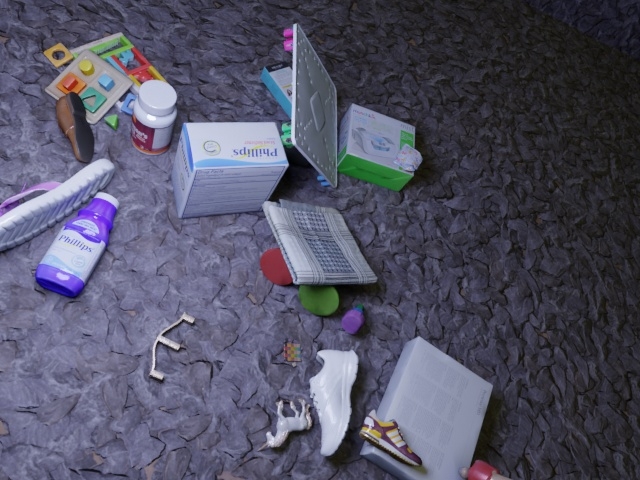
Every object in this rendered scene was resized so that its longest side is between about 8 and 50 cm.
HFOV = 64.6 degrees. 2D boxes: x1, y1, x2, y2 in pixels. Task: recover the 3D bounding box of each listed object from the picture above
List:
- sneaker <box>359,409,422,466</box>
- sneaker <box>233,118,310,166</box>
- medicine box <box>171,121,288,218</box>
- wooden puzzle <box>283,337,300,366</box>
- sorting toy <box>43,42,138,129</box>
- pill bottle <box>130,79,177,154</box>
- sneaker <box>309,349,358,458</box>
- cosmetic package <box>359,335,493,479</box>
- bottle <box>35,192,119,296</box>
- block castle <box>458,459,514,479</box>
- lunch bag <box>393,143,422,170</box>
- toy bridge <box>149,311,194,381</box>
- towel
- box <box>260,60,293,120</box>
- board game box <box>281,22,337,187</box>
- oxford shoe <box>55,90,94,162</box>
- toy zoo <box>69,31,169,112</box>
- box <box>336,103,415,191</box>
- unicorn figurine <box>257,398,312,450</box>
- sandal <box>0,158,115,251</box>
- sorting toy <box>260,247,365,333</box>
[{"bbox_3d":[0.196,0.518,1.325,0.185,0.069,0.084,34,63,-6],"label":"sneaker"},{"bbox_3d":[-0.172,-0.289,1.670,0.286,0.109,0.130,18,65,-4],"label":"sneaker"},{"bbox_3d":[-0.270,-0.198,1.456,0.264,0.289,0.149,-7,68,-27],"label":"medicine box"},{"bbox_3d":[-0.081,0.320,1.449,0.049,0.006,0.083,7,62,-20],"label":"wooden puzzle"},{"bbox_3d":[-0.697,-0.472,1.525,0.348,0.047,0.196,36,71,0],"label":"sorting toy"},{"bbox_3d":[-0.487,-0.356,1.482,0.121,0.221,0.121,10,61,-19],"label":"pill bottle"},{"bbox_3d":[0.025,0.441,1.395,0.129,0.111,0.297,11,56,-1],"label":"sneaker"},{"bbox_3d":[0.317,0.516,1.472,0.284,0.097,0.377,33,57,-2],"label":"cosmetic package"},{"bbox_3d":[-0.619,0.003,1.320,0.118,0.092,0.282,24,58,-10],"label":"bottle"},{"bbox_3d":[0.380,0.803,1.226,0.303,0.213,0.453,-13,97,-36],"label":"block castle"},{"bbox_3d":[0.304,-0.280,1.747,0.083,0.053,0.071,32,55,5],"label":"lunch bag"},{"bbox_3d":[-0.398,0.268,1.324,0.063,0.026,0.188,28,57,-8],"label":"toy bridge"},{"bbox_3d":[0.000,0.000,1.529,0.312,0.056,0.324,4,45,-37],"label":"towel"},{"bbox_3d":[-0.106,-0.529,1.832,0.100,0.060,0.244,-29,79,-33],"label":"box"},{"bbox_3d":[-0.028,-0.409,1.618,0.050,0.390,0.389,-5,75,19],"label":"board game box"},{"bbox_3d":[-0.713,-0.318,1.465,0.076,0.076,0.212,-19,81,13],"label":"oxford shoe"},{"bbox_3d":[-0.625,-0.526,1.621,0.293,0.030,0.192,47,56,3],"label":"toy zoo"},{"bbox_3d":[0.198,-0.332,1.832,0.262,0.127,0.231,17,62,-15],"label":"box"},{"bbox_3d":[-0.088,0.480,1.334,0.162,0.060,0.111,0,65,-24],"label":"unicorn figurine"},{"bbox_3d":[-0.714,-0.103,1.296,0.102,0.169,0.416,44,44,-2],"label":"sandal"},{"bbox_3d":[-0.006,0.129,1.536,0.366,0.127,0.126,37,33,0],"label":"sorting toy"}]
